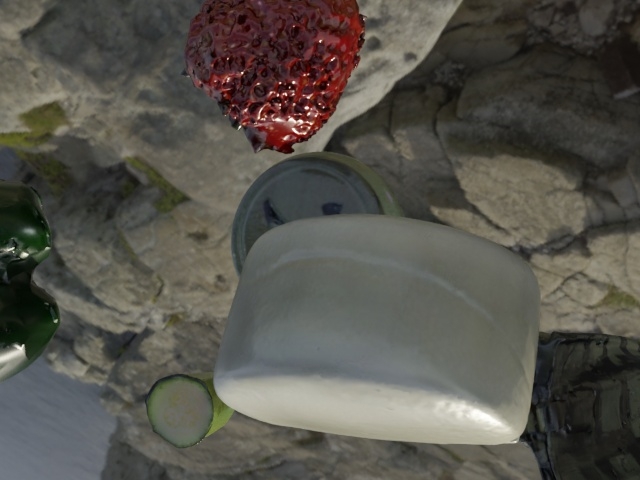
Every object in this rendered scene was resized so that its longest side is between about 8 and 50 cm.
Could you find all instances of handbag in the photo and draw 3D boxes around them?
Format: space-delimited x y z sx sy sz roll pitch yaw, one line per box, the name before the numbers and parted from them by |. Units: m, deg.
handbag | 0.311 0.257 0.752 0.163 0.325 0.327 -32 148 33

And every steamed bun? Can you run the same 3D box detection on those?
steamed bun | 0.035 0.068 0.537 0.242 0.146 0.164 -3 150 28

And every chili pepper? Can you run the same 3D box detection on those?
chili pepper | -0.383 0.036 0.651 0.248 0.257 0.233 37 130 51

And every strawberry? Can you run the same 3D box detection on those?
strawberry | -0.041 -0.200 0.778 0.202 0.184 0.186 -27 94 23

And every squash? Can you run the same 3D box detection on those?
squash | -0.161 0.224 0.986 0.095 0.095 0.188 25 179 12

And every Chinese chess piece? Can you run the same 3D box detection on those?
Chinese chess piece | 0.000 0.000 0.899 0.238 0.237 0.092 18 -177 22
